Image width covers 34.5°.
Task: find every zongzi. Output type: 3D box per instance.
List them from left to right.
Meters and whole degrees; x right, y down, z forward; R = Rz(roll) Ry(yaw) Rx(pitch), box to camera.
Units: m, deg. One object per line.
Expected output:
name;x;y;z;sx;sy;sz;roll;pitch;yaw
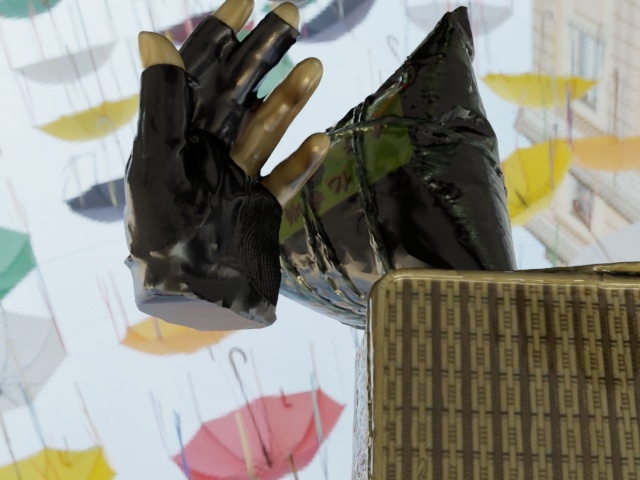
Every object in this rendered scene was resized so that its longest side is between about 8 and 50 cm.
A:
zongzi;0.087;0.008;1.061;0.319;0.383;0.362;18;-142;-26

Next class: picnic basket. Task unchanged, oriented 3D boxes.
picnic basket;0.181;0.146;0.714;0.312;0.175;0.228;4;-113;-2

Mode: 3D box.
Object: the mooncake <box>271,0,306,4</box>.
mooncake;-0.028;-0.492;1.189;0.394;0.246;0.393;-23;-100;-17

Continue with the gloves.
gloves;-0.094;-0.075;0.891;0.152;0.197;0.301;15;-97;43
